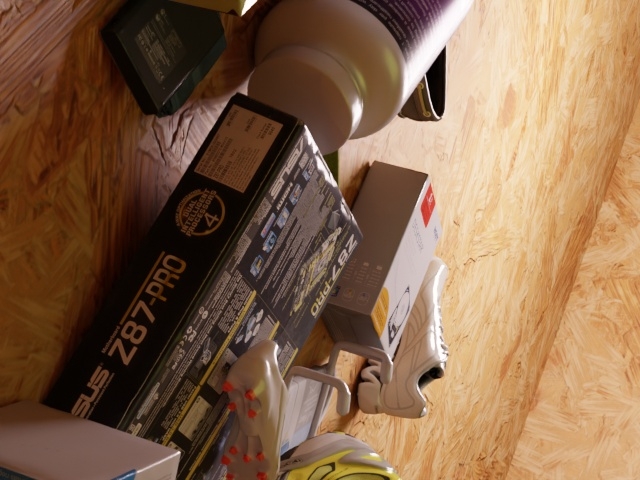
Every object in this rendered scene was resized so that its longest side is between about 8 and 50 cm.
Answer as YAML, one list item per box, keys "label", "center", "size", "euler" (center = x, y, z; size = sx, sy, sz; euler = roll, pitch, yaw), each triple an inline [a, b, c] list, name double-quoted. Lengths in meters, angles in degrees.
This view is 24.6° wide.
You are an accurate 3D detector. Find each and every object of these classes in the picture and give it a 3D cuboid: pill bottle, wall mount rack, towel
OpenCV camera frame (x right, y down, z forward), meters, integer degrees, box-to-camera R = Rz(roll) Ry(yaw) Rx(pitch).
- label: "pill bottle"
  center: [0.043, -0.237, 1.660]
  size: [0.323, 0.181, 0.181]
  euler: [-55, 152, -43]
- label: "wall mount rack"
  center: [-0.005, 0.302, 1.991]
  size: [0.350, 0.130, 0.304]
  euler: [-19, 124, -70]
- label: "towel"
  center: [-0.134, -0.180, 1.445]
  size: [0.119, 0.029, 0.067]
  euler: [-57, 151, -38]

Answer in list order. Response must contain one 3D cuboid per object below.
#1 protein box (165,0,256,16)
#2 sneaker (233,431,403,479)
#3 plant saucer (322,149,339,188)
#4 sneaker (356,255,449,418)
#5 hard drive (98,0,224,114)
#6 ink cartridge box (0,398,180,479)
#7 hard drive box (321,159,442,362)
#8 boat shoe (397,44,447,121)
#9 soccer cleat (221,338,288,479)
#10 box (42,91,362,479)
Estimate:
- label: "protein box"
  center: [-0.089, -0.339, 1.292]
  size: [0.201, 0.136, 0.200]
  euler: [-53, 151, -45]
- label: "sneaker"
  center: [-0.056, 0.344, 1.728]
  size: [0.384, 0.147, 0.145]
  euler: [-28, 118, -32]
- label: "plant saucer"
  center: [-0.034, -0.045, 1.792]
  size: [0.188, 0.045, 0.188]
  euler: [-52, 150, -46]
- label: "sneaker"
  center: [0.160, 0.160, 2.368]
  size: [0.110, 0.118, 0.292]
  euler: [69, 39, -56]
- label: "hard drive"
  center: [-0.145, -0.195, 1.372]
  size: [0.135, 0.022, 0.094]
  euler: [-57, 132, -39]
- label: "ink cartridge box"
  center: [-0.250, 0.282, 1.265]
  size: [0.171, 0.168, 0.233]
  euler: [-11, 115, -68]
- label: "hard drive box"
  center: [0.087, 0.032, 2.114]
  size: [0.181, 0.089, 0.232]
  euler: [67, 42, -61]
- label: "boat shoe"
  center: [0.137, -0.303, 1.995]
  size: [0.109, 0.091, 0.305]
  euler: [-48, 147, -52]
- label: "soccer cleat"
  center: [-0.063, 0.189, 1.543]
  size: [0.076, 0.068, 0.196]
  euler: [-49, 152, -41]
- label: "box"
  center: [-0.109, 0.087, 1.542]
  size: [0.395, 0.097, 0.318]
  euler: [-61, 156, -13]
